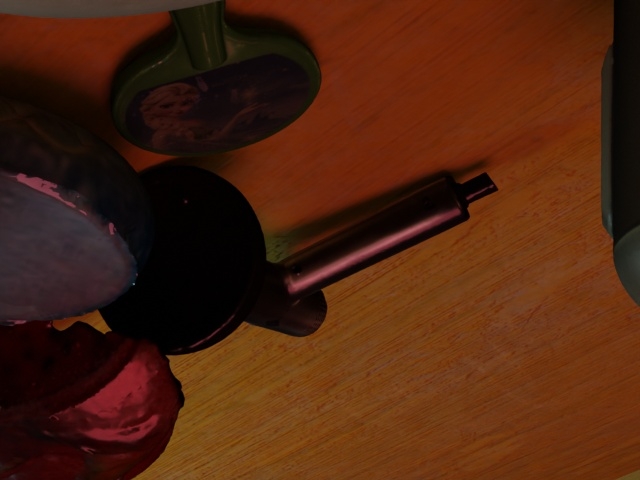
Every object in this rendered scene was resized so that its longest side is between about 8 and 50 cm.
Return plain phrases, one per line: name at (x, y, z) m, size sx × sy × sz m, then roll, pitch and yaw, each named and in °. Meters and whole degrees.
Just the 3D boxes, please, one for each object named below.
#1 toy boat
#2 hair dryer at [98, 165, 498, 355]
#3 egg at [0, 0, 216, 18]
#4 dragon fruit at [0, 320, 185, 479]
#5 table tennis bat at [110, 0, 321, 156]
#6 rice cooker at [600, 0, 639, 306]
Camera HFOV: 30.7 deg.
toy boat at (-0.282, -0.044, 0.853) m, size 0.330 × 0.123 × 0.215 m, roll 10°, pitch 139°, yaw -19°
hair dryer at (-0.013, -0.015, 1.062) m, size 0.284 × 0.155 × 0.320 m, roll -45°, pitch 158°, yaw 16°
egg at (-0.132, -0.203, 0.432) m, size 0.371 × 0.230 × 0.230 m, roll 5°, pitch 149°, yaw -23°
dragon fruit at (-0.280, 0.160, 1.015) m, size 0.343 × 0.100 × 0.282 m, roll 8°, pitch 139°, yaw 16°
table tennis bat at (-0.079, -0.125, 0.835) m, size 0.160 × 0.039 × 0.257 m, roll -14°, pitch 157°, yaw -3°
rice cooker at (0.343, -0.103, 0.751) m, size 0.335 × 0.325 × 0.335 m, roll 4°, pitch 166°, yaw 1°
